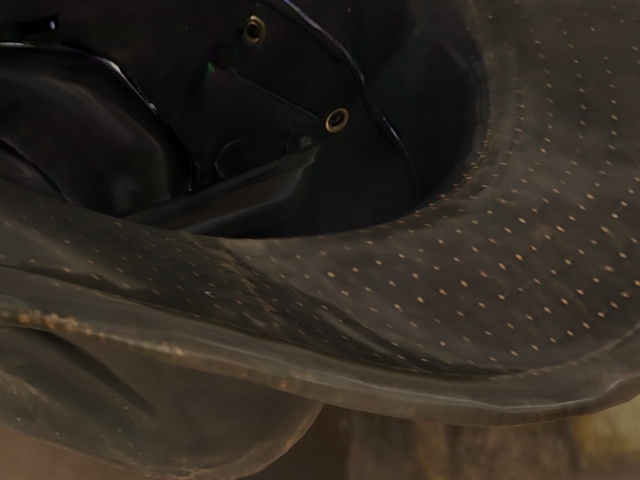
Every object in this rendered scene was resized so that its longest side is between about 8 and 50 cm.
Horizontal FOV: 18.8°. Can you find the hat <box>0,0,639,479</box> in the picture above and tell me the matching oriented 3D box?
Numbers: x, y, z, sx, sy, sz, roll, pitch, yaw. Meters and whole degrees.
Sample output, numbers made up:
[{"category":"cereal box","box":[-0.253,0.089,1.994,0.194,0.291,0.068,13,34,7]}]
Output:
[{"category":"hat","box":[-0.059,-0.025,0.499,0.331,0.134,0.331,12,34,-8]}]

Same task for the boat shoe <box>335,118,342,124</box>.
[{"category":"boat shoe","box":[0.001,-0.004,0.855,0.113,0.340,0.127,22,85,43]}]
